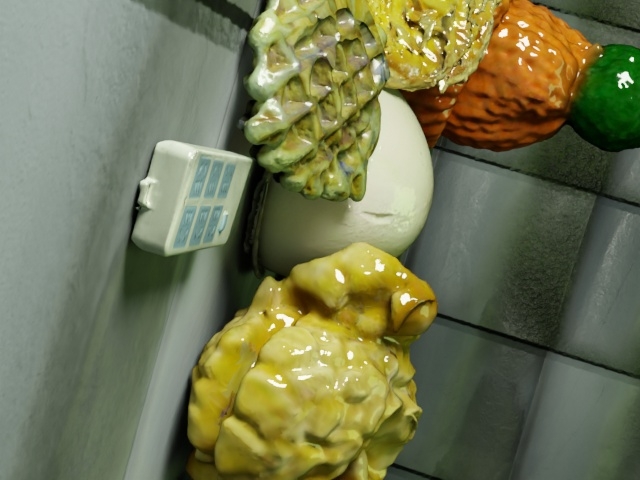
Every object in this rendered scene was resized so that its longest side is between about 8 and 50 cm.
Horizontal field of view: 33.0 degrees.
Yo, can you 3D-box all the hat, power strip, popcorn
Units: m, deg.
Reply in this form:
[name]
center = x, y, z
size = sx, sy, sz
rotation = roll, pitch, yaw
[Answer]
[hat]
center = 0.236, -0.220, 1.386
size = 0.285, 0.400, 0.285
rotation = -160, -90, -86
[power strip]
center = -0.097, -0.033, 0.843
size = 0.192, 0.035, 0.081
rotation = -10, 117, -80
[popcorn]
center = -0.015, 0.149, 1.106
size = 0.265, 0.225, 0.332
rotation = -5, 132, -50

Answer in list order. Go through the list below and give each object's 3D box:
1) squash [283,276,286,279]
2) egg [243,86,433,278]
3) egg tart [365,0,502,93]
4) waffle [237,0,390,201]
[squash]
center = -0.005, 0.020, 1.430
size = 0.066, 0.066, 0.252
rotation = 98, 11, -46
[egg]
center = 0.040, -0.066, 1.200
size = 0.286, 0.174, 0.264
rotation = -59, 168, -71
[egg tart]
center = 0.086, -0.278, 1.139
size = 0.098, 0.231, 0.252
rotation = 13, -58, 65
[waffle]
center = 0.003, -0.140, 0.976
size = 0.223, 0.054, 0.204
rotation = 30, 71, -55
